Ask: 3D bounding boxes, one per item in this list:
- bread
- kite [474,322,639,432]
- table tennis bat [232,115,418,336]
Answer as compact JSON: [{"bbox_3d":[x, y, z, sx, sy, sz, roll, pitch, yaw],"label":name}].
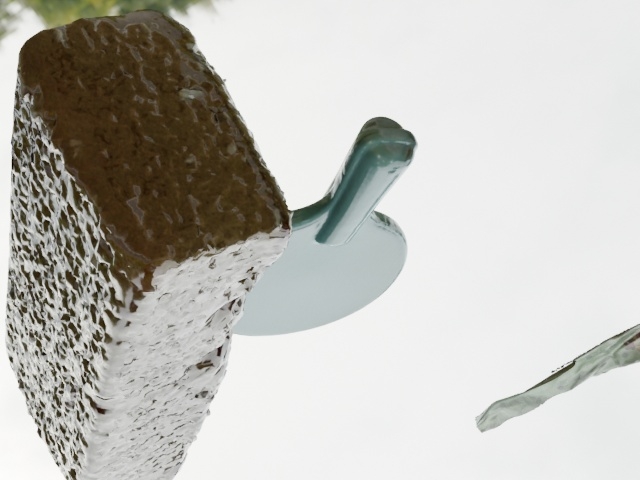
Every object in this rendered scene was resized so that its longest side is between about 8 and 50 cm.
[{"bbox_3d":[-0.128,0.038,0.831,0.113,0.416,0.165,-19,-112,-24],"label":"bread"},{"bbox_3d":[0.172,0.017,0.488,0.250,0.229,0.012,-28,-133,7],"label":"kite"},{"bbox_3d":[0.000,0.000,0.851,0.149,0.237,0.038,0,-122,-24],"label":"table tennis bat"}]
